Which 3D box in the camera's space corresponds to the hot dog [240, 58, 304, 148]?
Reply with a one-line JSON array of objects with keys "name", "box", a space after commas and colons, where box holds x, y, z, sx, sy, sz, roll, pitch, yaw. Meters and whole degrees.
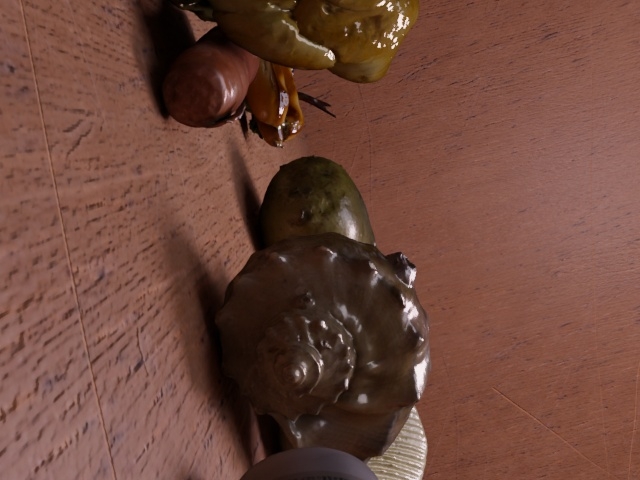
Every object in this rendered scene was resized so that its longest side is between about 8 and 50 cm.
[{"name": "hot dog", "box": [-0.107, -0.297, 1.659, 0.135, 0.100, 0.337, 55, 17, -51]}]

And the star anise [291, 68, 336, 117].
[{"name": "star anise", "box": [-0.054, -0.292, 1.826, 0.158, 0.144, 0.141, -51, -140, 46]}]

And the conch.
[{"name": "conch", "box": [0.032, 0.111, 0.980, 0.324, 0.186, 0.263, -28, 103, -58]}]

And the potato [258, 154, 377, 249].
[{"name": "potato", "box": [0.000, 0.000, 1.466, 0.307, 0.173, 0.210, 72, 2, -48]}]

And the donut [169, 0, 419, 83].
[{"name": "donut", "box": [-0.047, -0.322, 1.146, 0.170, 0.360, 0.360, -61, -165, 22]}]

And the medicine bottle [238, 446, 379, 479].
[{"name": "medicine bottle", "box": [-0.001, 0.279, 0.703, 0.215, 0.135, 0.135, -101, 173, -50]}]

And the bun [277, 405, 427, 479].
[{"name": "bun", "box": [0.028, 0.246, 1.131, 0.222, 0.127, 0.222, 31, 42, -32]}]

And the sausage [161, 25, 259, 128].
[{"name": "sausage", "box": [-0.126, -0.214, 1.150, 0.419, 0.094, 0.094, -93, -174, -73]}]
